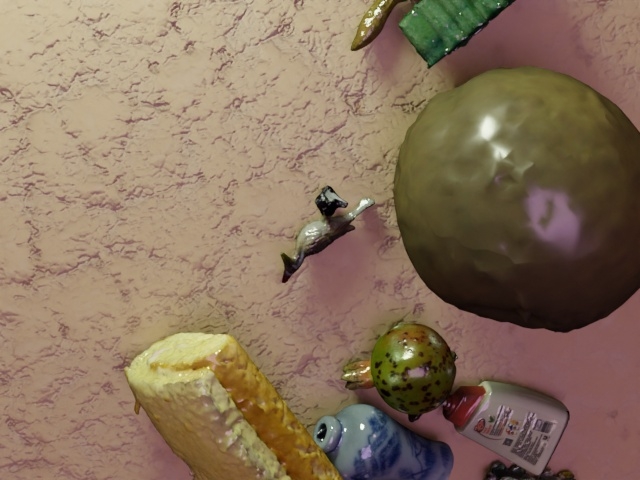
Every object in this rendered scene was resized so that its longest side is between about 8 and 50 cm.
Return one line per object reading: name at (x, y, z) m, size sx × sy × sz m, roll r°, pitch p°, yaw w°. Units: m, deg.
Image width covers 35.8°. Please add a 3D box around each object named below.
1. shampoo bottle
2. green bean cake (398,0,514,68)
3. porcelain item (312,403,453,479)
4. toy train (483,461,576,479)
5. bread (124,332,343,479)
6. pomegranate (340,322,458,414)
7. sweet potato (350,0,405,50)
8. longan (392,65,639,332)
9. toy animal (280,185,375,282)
shampoo bottle at (0.305, 0.326, 1.816) m, size 0.284 × 0.071 × 0.153 m, roll 19°, pitch 106°, yaw -14°
green bean cake at (0.229, -0.373, 1.528) m, size 0.107 × 0.193 × 0.208 m, roll 47°, pitch 120°, yaw -3°
porcelain item at (0.109, 0.372, 1.765) m, size 0.259 × 0.141 × 0.141 m, roll 21°, pitch 104°, yaw -27°
toy train at (0.404, 0.477, 1.892) m, size 0.202 × 0.060 × 0.081 m, roll 10°, pitch 114°, yaw -14°
bread at (-0.151, 0.326, 1.655) m, size 0.165 × 0.237 × 0.375 m, roll -51°, pitch 120°, yaw -36°
pomegranate at (0.137, 0.223, 1.711) m, size 0.205 × 0.159 × 0.159 m, roll -12°, pitch 113°, yaw 20°
sweet potato at (0.097, -0.357, 1.557) m, size 0.153 × 0.038 × 0.041 m, roll -45°, pitch 133°, yaw -2°
longan at (0.319, -0.047, 1.514) m, size 0.404 × 0.404 × 0.436 m, roll -40°, pitch 113°, yaw 4°
toy animal at (-0.003, -0.008, 1.644) m, size 0.105 × 0.070 × 0.202 m, roll 34°, pitch 96°, yaw -38°
